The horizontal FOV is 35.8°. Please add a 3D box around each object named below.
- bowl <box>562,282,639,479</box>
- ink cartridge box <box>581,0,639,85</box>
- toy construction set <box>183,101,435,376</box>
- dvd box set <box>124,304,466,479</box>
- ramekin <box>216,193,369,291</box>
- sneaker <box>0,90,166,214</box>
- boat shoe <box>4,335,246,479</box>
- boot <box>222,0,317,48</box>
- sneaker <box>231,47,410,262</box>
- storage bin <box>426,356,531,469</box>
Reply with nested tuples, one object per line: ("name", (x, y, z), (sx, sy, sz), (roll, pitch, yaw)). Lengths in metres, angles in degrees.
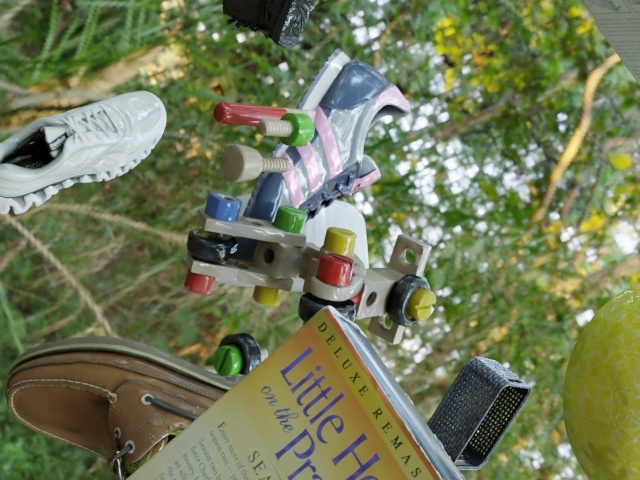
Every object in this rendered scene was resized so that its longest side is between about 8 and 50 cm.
("bowl", (0.429, 0.184, 1.083), (0.156, 0.289, 0.289), (180, -113, -83))
("ink cartridge box", (0.322, -0.189, 0.772), (0.239, 0.060, 0.275), (44, -11, -27))
("toy construction set", (0.000, 0.000, 1.114), (0.257, 0.237, 0.309), (-7, -93, 46))
("dvd box set", (-0.069, 0.286, 0.648), (0.062, 0.420, 0.307), (39, 12, -51))
("ramekin", (-0.047, 0.006, 1.594), (0.273, 0.273, 0.127), (120, -26, -80))
("sneaker", (-0.340, -0.137, 1.389), (0.110, 0.292, 0.118), (54, -26, 10))
("boat shoe", (-0.147, 0.167, 0.879), (0.104, 0.307, 0.111), (-73, 167, -49))
("boot", (-0.050, -0.274, 1.072), (0.099, 0.121, 0.045), (37, 19, 33))
("sneaker", (-0.001, -0.076, 1.223), (0.131, 0.319, 0.112), (28, -5, 0))
("storage bin", (0.270, 0.302, 1.726), (0.084, 0.180, 0.122), (36, 11, 36))
